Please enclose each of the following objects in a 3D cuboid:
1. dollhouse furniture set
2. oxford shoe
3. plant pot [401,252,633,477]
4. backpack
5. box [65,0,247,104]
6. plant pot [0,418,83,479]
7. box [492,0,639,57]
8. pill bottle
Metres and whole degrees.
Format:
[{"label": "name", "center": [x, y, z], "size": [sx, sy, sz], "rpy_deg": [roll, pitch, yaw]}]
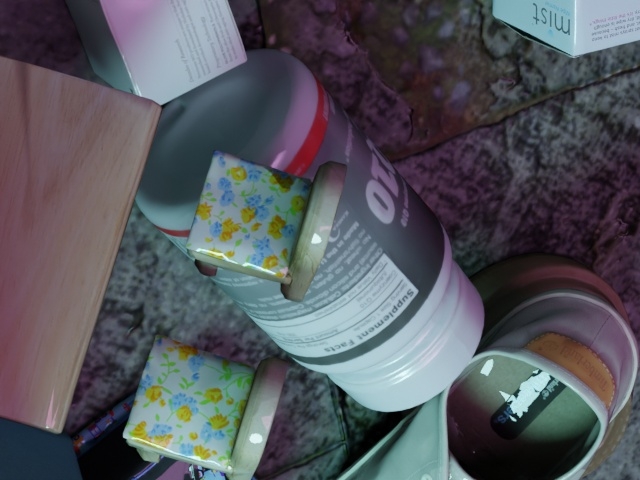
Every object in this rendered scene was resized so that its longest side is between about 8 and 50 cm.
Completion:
[{"label": "dollhouse furniture set", "center": [-0.203, 0.072, 1.049], "size": [0.362, 0.256, 0.394], "rpy_deg": [16, 74, -2]}, {"label": "oxford shoe", "center": [0.100, 0.228, 1.489], "size": [0.169, 0.130, 0.449], "rpy_deg": [37, 115, 3]}, {"label": "plant pot", "center": [0.199, 0.140, 1.587], "size": [0.237, 0.110, 0.237], "rpy_deg": [-14, 119, -26]}, {"label": "backpack", "center": [-0.121, 0.222, 1.430], "size": [0.158, 0.117, 0.173], "rpy_deg": [-40, 126, -9]}, {"label": "box", "center": [-0.122, -0.163, 1.256], "size": [0.087, 0.101, 0.102], "rpy_deg": [-30, 123, -15]}, {"label": "plant pot", "center": [-0.259, 0.234, 1.265], "size": [0.165, 0.234, 0.166], "rpy_deg": [-47, 128, 9]}, {"label": "box", "center": [0.277, -0.292, 1.415], "size": [0.262, 0.127, 0.231], "rpy_deg": [-17, 121, -23]}, {"label": "pill bottle", "center": [0.000, 0.000, 1.369], "size": [0.161, 0.161, 0.283], "rpy_deg": [-46, 127, -4]}]
